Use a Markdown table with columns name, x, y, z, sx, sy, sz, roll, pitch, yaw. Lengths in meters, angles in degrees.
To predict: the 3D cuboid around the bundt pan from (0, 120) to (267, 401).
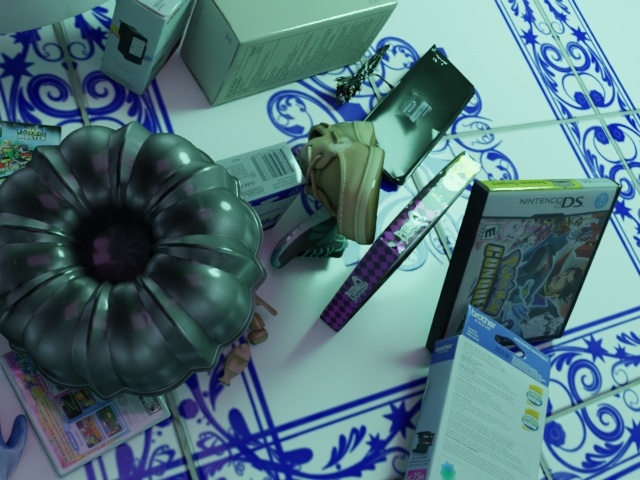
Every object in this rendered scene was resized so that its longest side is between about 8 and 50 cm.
| name | x | y | z | sx | sy | sz | roll | pitch | yaw |
| --- | --- | --- | --- | --- | --- | --- | --- | --- | --- |
| bundt pan | -0.225 | 0.011 | 0.833 | 0.331 | 0.124 | 0.330 | 1 | 76 | -3 |

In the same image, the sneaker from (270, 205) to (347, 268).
| name | x | y | z | sx | sy | sz | roll | pitch | yaw |
| --- | --- | --- | --- | --- | --- | --- | --- | --- | --- |
| sneaker | 0.000 | 0.000 | 1.076 | 0.166 | 0.065 | 0.076 | -38 | 88 | -33 |

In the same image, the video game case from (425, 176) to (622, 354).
| name | x | y | z | sx | sy | sz | roll | pitch | yaw |
| --- | --- | --- | --- | --- | --- | --- | --- | --- | --- |
| video game case | 0.295 | 0.039 | 1.082 | 0.248 | 0.274 | 0.035 | -4 | 31 | -26 |

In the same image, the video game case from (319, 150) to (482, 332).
| name | x | y | z | sx | sy | sz | roll | pitch | yaw |
| --- | --- | --- | --- | --- | --- | --- | --- | --- | --- |
| video game case | 0.106 | 0.005 | 1.016 | 0.042 | 0.232 | 0.210 | 42 | 55 | 7 |

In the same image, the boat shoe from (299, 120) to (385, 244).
| name | x | y | z | sx | sy | sz | roll | pitch | yaw |
| --- | --- | --- | --- | --- | --- | --- | --- | --- | --- |
| boat shoe | 0.024 | -0.086 | 1.023 | 0.110 | 0.121 | 0.341 | 5 | 21 | -2 |

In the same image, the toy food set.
| name | x | y | z | sx | sy | sz | roll | pitch | yaw |
| --- | --- | --- | --- | --- | --- | --- | --- | --- | --- |
| toy food set | -0.115 | 0.125 | 0.984 | 0.078 | 0.019 | 0.122 | 40 | 63 | -1 |

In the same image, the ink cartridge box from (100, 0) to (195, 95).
| name | x | y | z | sx | sy | sz | roll | pitch | yaw |
| --- | --- | --- | --- | --- | --- | --- | --- | --- | --- |
| ink cartridge box | -0.239 | -0.313 | 1.055 | 0.072 | 0.175 | 0.127 | 31 | 56 | -8 |

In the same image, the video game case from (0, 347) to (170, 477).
| name | x | y | z | sx | sy | sz | roll | pitch | yaw |
| --- | --- | --- | --- | --- | --- | --- | --- | --- | --- |
| video game case | -0.278 | 0.175 | 0.881 | 0.143 | 0.019 | 0.157 | -25 | 78 | -32 |

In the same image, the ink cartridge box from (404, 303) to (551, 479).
| name | x | y | z | sx | sy | sz | roll | pitch | yaw |
| --- | --- | --- | --- | --- | --- | --- | --- | --- | --- |
| ink cartridge box | 0.220 | 0.265 | 1.017 | 0.186 | 0.065 | 0.311 | 32 | 59 | -21 |

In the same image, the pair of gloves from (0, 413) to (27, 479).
| name | x | y | z | sx | sy | sz | roll | pitch | yaw |
| --- | --- | --- | --- | --- | --- | --- | --- | --- | --- |
| pair of gloves | -0.408 | 0.243 | 0.784 | 0.198 | 0.023 | 0.159 | -12 | 71 | -29 |

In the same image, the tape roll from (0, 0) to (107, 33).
| name | x | y | z | sx | sy | sz | roll | pitch | yaw |
| --- | --- | --- | --- | --- | --- | --- | --- | --- | --- |
| tape roll | -0.403 | -0.419 | 0.995 | 0.392 | 0.072 | 0.391 | -3 | 52 | 4 |

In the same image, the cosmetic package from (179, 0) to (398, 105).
| name | x | y | z | sx | sy | sz | roll | pitch | yaw |
| --- | --- | --- | --- | --- | --- | --- | --- | --- | --- |
| cosmetic package | -0.048 | -0.334 | 1.166 | 0.310 | 0.160 | 0.113 | -23 | 76 | -33 |

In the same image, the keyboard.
| name | x | y | z | sx | sy | sz | roll | pitch | yaw |
| --- | --- | --- | --- | --- | --- | --- | --- | --- | --- |
| keyboard | 0.135 | -0.244 | 1.281 | 0.201 | 0.033 | 0.317 | 45 | 54 | -6 |

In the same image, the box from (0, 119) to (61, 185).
| name | x | y | z | sx | sy | sz | roll | pitch | yaw |
| --- | --- | --- | --- | --- | --- | --- | --- | --- | --- |
| box | -0.437 | -0.100 | 0.938 | 0.207 | 0.036 | 0.114 | 2 | 64 | -24 |

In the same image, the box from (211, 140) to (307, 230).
| name | x | y | z | sx | sy | sz | roll | pitch | yaw |
| --- | --- | --- | --- | --- | --- | --- | --- | --- | --- |
| box | -0.106 | -0.058 | 1.008 | 0.126 | 0.137 | 0.072 | -21 | 76 | -31 |
